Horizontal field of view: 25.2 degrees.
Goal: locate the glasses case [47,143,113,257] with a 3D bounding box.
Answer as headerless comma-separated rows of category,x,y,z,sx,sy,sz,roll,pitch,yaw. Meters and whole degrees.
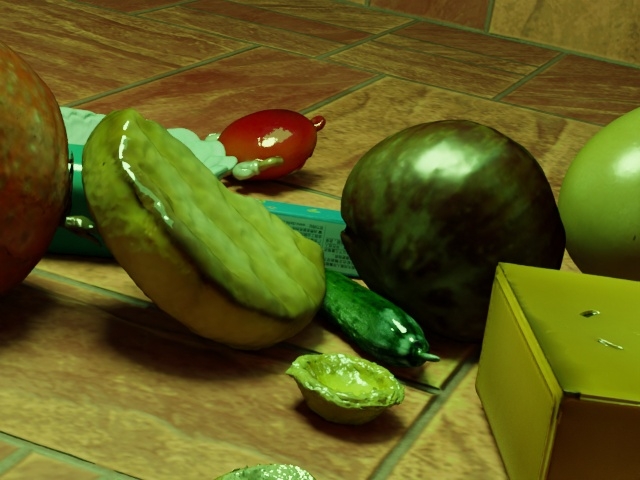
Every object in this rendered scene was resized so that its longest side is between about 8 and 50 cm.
glasses case,-0.297,-0.041,1.480,0.301,0.117,0.070,4,30,-13

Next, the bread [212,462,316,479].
bread,-0.043,0.194,0.976,0.083,0.070,0.077,-6,25,-45

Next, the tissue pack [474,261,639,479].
tissue pack,0.247,0.139,1.172,0.194,0.145,0.274,6,19,-5

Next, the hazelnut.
hazelnut,0.136,-0.014,1.440,0.234,0.218,0.218,40,26,10

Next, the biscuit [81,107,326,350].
biscuit,-0.114,0.002,1.339,0.274,0.091,0.213,42,26,-21

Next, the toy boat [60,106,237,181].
toy boat,-0.241,-0.084,1.649,0.290,0.100,0.199,19,20,23

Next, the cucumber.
cucumber,0.044,0.076,1.397,0.056,0.056,0.250,-2,21,-32

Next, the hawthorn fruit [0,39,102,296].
hawthorn fruit,-0.333,-0.054,1.305,0.307,0.276,0.276,29,8,-29

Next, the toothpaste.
toothpaste,0.000,0.000,1.580,0.267,0.065,0.050,8,14,-4

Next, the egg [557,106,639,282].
egg,0.414,-0.039,1.610,0.322,0.250,0.250,-10,26,-31

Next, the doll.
doll,-0.096,-0.118,1.861,0.217,0.085,0.183,-21,29,-26

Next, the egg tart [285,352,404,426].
egg tart,0.021,0.131,1.240,0.105,0.039,0.105,9,19,-3
